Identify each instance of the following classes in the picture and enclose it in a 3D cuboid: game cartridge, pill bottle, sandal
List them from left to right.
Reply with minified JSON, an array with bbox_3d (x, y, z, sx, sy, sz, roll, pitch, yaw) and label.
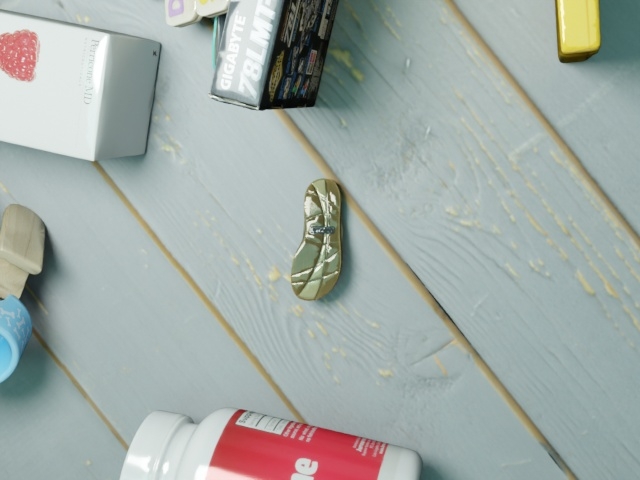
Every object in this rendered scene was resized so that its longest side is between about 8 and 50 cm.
[{"bbox_3d":[-0.071,0.375,1.184,0.407,0.229,0.229,10,102,11],"label":"pill bottle"},{"bbox_3d":[0.000,0.000,1.198,0.072,0.049,0.180,5,87,6],"label":"sandal"},{"bbox_3d":[0.287,-0.350,0.924,0.052,0.323,0.285,-4,100,15],"label":"game cartridge"}]

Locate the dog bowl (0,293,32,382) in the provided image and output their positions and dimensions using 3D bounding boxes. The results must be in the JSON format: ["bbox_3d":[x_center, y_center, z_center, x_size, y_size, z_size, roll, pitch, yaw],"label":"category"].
[{"bbox_3d":[-0.549,0.109,1.167,0.166,0.074,0.297,-34,127,7],"label":"dog bowl"}]

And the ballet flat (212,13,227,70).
[{"bbox_3d":[-0.118,-0.332,1.151,0.074,0.074,0.203,2,98,12],"label":"ballet flat"}]

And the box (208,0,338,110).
[{"bbox_3d":[-0.034,-0.313,1.018,0.073,0.293,0.295,16,103,10],"label":"box"}]

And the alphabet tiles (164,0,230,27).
[{"bbox_3d":[-0.168,-0.438,1.087,0.278,0.021,0.284,0,95,45],"label":"alphabet tiles"}]

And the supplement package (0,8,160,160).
[{"bbox_3d":[-0.409,-0.232,1.177,0.293,0.175,0.177,13,102,10],"label":"supplement package"}]

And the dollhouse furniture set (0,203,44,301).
[{"bbox_3d":[-0.693,0.015,1.264,0.394,0.256,0.362,32,110,-32],"label":"dollhouse furniture set"}]
